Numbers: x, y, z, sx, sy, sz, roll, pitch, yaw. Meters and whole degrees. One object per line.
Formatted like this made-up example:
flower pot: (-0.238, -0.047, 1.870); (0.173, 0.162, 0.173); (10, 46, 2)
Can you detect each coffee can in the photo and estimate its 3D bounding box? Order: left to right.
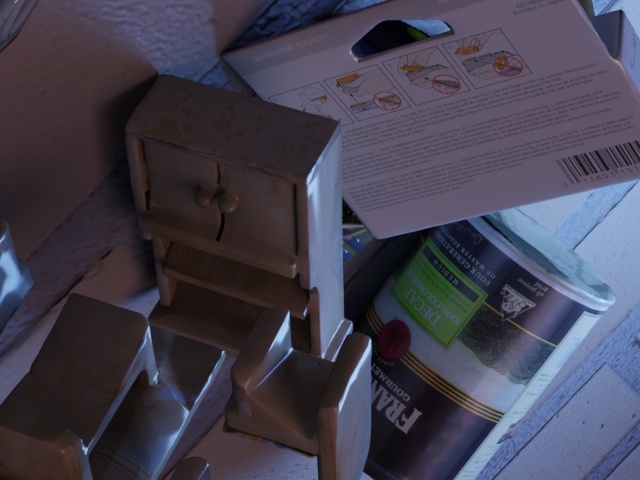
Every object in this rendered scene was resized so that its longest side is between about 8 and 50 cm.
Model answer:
coffee can: (0.140, 0.107, 1.660); (0.275, 0.201, 0.201); (-55, 147, 13)

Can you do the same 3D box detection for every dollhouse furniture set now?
dollhouse furniture set: (-0.130, 0.107, 1.222); (0.256, 0.362, 0.394); (87, 25, -48)

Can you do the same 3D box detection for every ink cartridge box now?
ink cartridge box: (0.112, -0.126, 1.326); (0.296, 0.066, 0.261); (-13, 136, 30)

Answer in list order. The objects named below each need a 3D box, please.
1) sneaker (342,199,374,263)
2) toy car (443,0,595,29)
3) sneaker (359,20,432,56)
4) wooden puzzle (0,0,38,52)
sneaker: (0.000, 0.000, 1.513); (0.192, 0.064, 0.086); (-27, 152, -26)
toy car: (0.203, -0.204, 1.387); (0.149, 0.188, 0.155); (-50, 148, 8)
sneaker: (0.093, -0.141, 1.448); (0.209, 0.069, 0.082); (11, 122, -54)
wooden puzzle: (-0.161, -0.219, 0.930); (0.348, 0.080, 0.322); (-51, -170, 15)
